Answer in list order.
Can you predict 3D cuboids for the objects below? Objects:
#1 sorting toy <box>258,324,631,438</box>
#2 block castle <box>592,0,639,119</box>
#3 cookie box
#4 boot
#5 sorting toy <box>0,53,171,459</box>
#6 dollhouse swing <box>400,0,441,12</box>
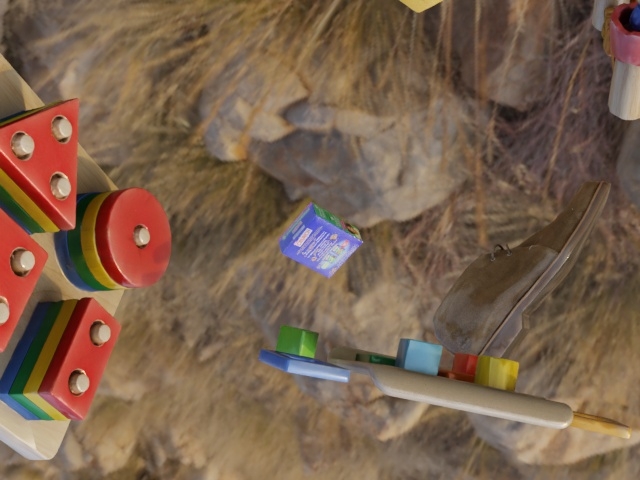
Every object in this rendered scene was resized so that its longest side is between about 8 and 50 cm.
[{"bbox_3d":[0.114,0.120,0.853,0.347,0.047,0.196,13,177,-11],"label":"sorting toy"},{"bbox_3d":[0.618,-0.331,1.299,0.452,0.303,0.213,1,138,8],"label":"block castle"},{"bbox_3d":[0.000,0.000,1.536,0.107,0.040,0.092,29,114,-33],"label":"cookie box"},{"bbox_3d":[0.263,0.030,1.216,0.115,0.305,0.112,37,178,23],"label":"boot"},{"bbox_3d":[-0.231,0.006,0.754,0.089,0.256,0.257,-6,139,28],"label":"sorting toy"},{"bbox_3d":[0.144,-0.538,1.221,0.315,0.347,0.305,28,127,-29],"label":"dollhouse swing"}]
